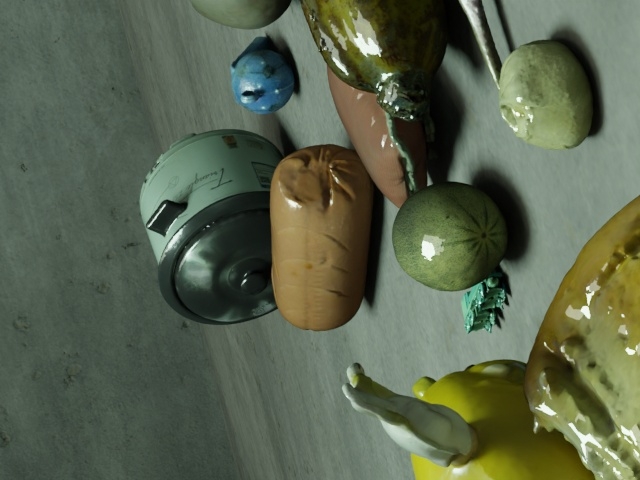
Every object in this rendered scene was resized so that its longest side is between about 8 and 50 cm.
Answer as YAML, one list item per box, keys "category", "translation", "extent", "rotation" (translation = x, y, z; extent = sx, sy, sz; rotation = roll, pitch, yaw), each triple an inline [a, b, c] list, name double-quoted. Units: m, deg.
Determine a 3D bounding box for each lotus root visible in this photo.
- category: "lotus root"
  translation: [0.050, -0.195, 1.099]
  extent: [0.120, 0.120, 0.210]
  rotation: [110, 142, -69]

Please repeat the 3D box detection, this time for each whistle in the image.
- category: "whistle"
  translation: [-0.069, -0.214, 1.672]
  extent: [0.158, 0.090, 0.090]
  rotation: [-57, -37, -53]

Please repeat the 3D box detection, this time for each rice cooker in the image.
- category: "rice cooker"
  translation: [-0.125, -0.012, 1.789]
  extent: [0.280, 0.241, 0.227]
  rotation: [24, -152, -40]

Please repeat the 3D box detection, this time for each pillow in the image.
- category: "pillow"
  translation: [0.057, -0.127, 1.225]
  extent: [0.171, 0.075, 0.179]
  rotation: [72, 172, -67]

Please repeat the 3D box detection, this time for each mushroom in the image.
- category: "mushroom"
  translation: [-0.083, -0.311, 1.491]
  extent: [0.117, 0.141, 0.188]
  rotation: [37, 176, 5]

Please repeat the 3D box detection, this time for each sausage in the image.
- category: "sausage"
  translation: [0.000, -0.001, 1.550]
  extent: [0.304, 0.121, 0.121]
  rotation: [91, 156, -57]

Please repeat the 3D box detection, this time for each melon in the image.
- category: "melon"
  translation: [0.114, -0.003, 1.133]
  extent: [0.130, 0.098, 0.098]
  rotation: [-172, 64, -76]

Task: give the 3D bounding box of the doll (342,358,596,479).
- category: "doll"
  translation: [0.172, 0.213, 0.908]
  extent: [0.423, 0.161, 0.348]
  rotation: [42, -174, 28]

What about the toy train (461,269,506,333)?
- category: "toy train"
  translation: [0.153, 0.054, 1.205]
  extent: [0.092, 0.029, 0.045]
  rotation: [99, 166, -56]

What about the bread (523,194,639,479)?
- category: "bread"
  translation: [0.203, 0.097, 0.823]
  extent: [0.174, 0.133, 0.252]
  rotation: [-122, 19, -48]

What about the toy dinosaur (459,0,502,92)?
- category: "toy dinosaur"
  translation: [0.091, -0.244, 0.973]
  extent: [0.200, 0.072, 0.251]
  rotation: [48, 145, 37]

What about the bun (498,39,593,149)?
- category: "bun"
  translation: [0.156, -0.102, 0.921]
  extent: [0.086, 0.054, 0.086]
  rotation: [161, 90, -78]
